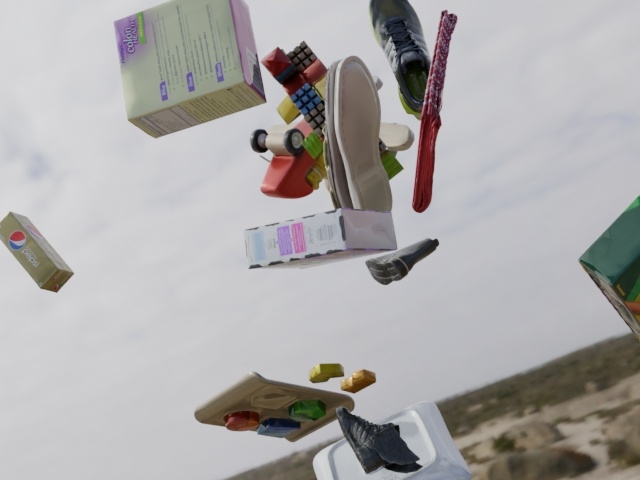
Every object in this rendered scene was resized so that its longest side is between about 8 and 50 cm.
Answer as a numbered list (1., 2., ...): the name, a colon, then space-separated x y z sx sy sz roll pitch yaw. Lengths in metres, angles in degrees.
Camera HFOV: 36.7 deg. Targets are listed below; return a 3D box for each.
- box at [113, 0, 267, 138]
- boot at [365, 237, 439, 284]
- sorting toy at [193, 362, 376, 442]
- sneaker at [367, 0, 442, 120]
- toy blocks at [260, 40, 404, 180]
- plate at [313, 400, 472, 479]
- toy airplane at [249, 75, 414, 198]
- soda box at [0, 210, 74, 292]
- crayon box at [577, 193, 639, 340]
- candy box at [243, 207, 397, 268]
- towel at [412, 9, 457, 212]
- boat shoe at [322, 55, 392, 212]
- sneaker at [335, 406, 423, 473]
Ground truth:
1. box: -0.248 -0.338 1.828 0.243 0.213 0.117 -16 -17 14
2. boot: 0.207 0.047 2.434 0.137 0.076 0.198 -35 15 -20
3. sorting toy: -0.056 0.295 1.737 0.229 0.041 0.307 21 -40 -32
4. sneaker: 0.186 -0.404 2.046 0.111 0.299 0.121 -24 1 2
5. toy blocks: 0.016 -0.276 2.021 0.191 0.381 0.261 -38 -3 6
6. plate: 0.121 0.421 1.833 0.277 0.045 0.278 -26 23 1
7. toy airplane: 0.027 -0.241 2.403 0.385 0.272 0.386 -23 28 5
8. soda box: -0.588 0.024 1.978 0.058 0.181 0.061 -48 -21 5
9. crayon box: 0.695 0.037 1.835 0.313 0.106 0.363 -46 -49 2
10. candy box: 0.000 0.000 1.597 0.196 0.070 0.165 -12 -7 32
11. towel: 0.177 -0.199 1.488 0.031 0.274 0.198 9 -42 7
12. boat shoe: 0.052 -0.177 1.759 0.117 0.324 0.097 -31 30 -36
13. sneaker: 0.094 0.329 1.608 0.089 0.170 0.051 -23 -50 -9
